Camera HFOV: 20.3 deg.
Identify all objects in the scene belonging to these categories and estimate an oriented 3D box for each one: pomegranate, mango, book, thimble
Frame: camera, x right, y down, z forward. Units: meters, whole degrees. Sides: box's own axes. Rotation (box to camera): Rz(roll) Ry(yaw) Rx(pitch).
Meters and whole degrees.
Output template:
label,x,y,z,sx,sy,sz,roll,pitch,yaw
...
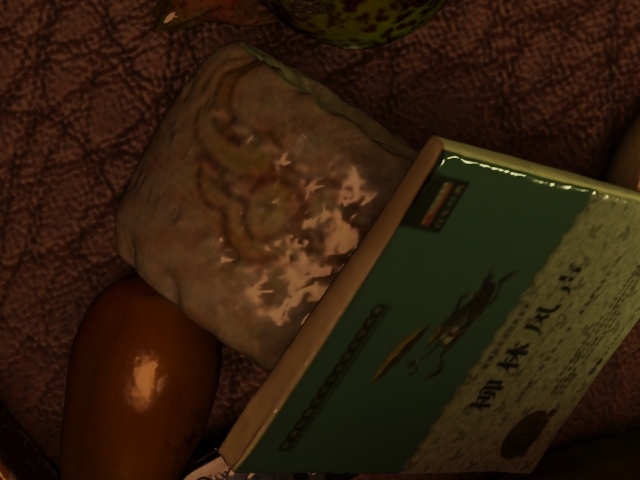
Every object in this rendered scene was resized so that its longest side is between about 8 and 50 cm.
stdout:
label,x,y,z,sx,sy,sz,roll,pitch,yaw
pomegranate,0.002,-0.237,1.368,0.204,0.222,0.276,13,138,-18
mango,-0.149,0.132,1.441,0.120,0.151,0.221,14,108,-5
book,0.116,0.061,1.265,0.031,0.379,0.264,44,111,32
thimble,0.000,0.000,1.350,0.291,0.291,0.195,33,98,-6

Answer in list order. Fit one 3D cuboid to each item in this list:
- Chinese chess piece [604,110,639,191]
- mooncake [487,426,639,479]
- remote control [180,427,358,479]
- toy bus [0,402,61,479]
label,x,y,z,sx,sy,sz,roll,pitch,yaw
Chinese chess piece,0.352,-0.023,1.444,0.250,0.101,0.250,0,99,0
mooncake,0.293,0.323,1.338,0.467,0.467,0.262,-15,110,2
remote control,-0.009,0.166,1.499,0.266,0.066,0.090,-28,113,0
toy bus,-0.350,0.257,1.468,0.275,0.138,0.167,-39,97,4
